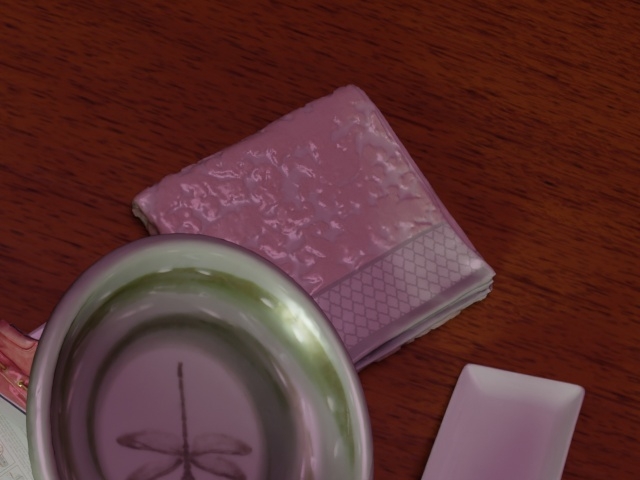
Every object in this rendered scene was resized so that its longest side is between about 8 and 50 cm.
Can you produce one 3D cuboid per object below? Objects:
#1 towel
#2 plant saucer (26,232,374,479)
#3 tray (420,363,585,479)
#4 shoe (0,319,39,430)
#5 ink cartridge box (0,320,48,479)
[{"bbox_3d":[0.000,0.000,1.600,0.332,0.053,0.317,-30,75,-28],"label":"towel"},{"bbox_3d":[-0.127,0.195,1.364,0.400,0.100,0.400,17,63,-36],"label":"plant saucer"},{"bbox_3d":[0.190,0.255,1.499,0.145,0.030,0.270,9,48,20],"label":"tray"},{"bbox_3d":[-0.267,0.154,1.371,0.178,0.063,0.081,33,85,1],"label":"shoe"},{"bbox_3d":[-0.308,0.188,1.416,0.179,0.045,0.145,-34,89,-9],"label":"ink cartridge box"}]
